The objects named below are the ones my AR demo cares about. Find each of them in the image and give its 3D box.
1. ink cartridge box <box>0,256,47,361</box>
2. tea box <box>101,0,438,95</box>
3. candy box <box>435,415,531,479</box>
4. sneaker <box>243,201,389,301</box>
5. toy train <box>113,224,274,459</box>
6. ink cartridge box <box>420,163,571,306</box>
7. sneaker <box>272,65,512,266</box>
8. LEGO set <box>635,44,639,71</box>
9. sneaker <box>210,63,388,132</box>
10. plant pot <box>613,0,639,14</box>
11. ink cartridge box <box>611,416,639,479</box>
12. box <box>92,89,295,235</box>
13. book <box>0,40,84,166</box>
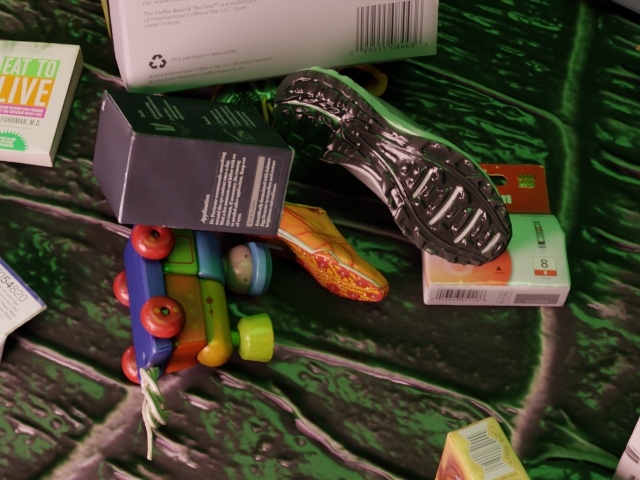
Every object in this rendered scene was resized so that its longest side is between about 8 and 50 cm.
[{"bbox_3d":[-0.414,0.065,1.544,0.224,0.045,0.223,-36,66,-26],"label":"ink cartridge box"},{"bbox_3d":[-0.073,-0.340,1.698,0.329,0.220,0.323,-8,39,-10],"label":"tea box"},{"bbox_3d":[0.166,0.261,1.417,0.053,0.109,0.187,-20,59,-18],"label":"candy box"},{"bbox_3d":[0.000,0.000,1.610,0.175,0.064,0.067,34,63,17],"label":"sneaker"},{"bbox_3d":[-0.107,0.098,1.522,0.143,0.105,0.248,2,54,-19],"label":"toy train"},{"bbox_3d":[0.174,-0.017,1.650,0.145,0.045,0.179,1,58,-5],"label":"ink cartridge box"},{"bbox_3d":[0.081,-0.080,1.601,0.271,0.108,0.100,39,105,4],"label":"sneaker"},{"bbox_3d":[0.459,-0.184,1.646,0.255,0.331,0.192,32,58,-7],"label":"LEGO set"},{"bbox_3d":[-0.025,-0.153,1.691,0.215,0.084,0.083,-29,41,-22],"label":"sneaker"},{"bbox_3d":[0.475,-0.365,1.804,0.252,0.248,0.247,34,58,-1],"label":"plant pot"},{"bbox_3d":[0.348,0.196,1.419,0.148,0.203,0.086,33,59,17],"label":"ink cartridge box"},{"bbox_3d":[-0.127,-0.076,1.563,0.158,0.093,0.156,5,18,-19],"label":"box"},{"bbox_3d":[-0.314,-0.146,1.709,0.096,0.035,0.144,7,56,5],"label":"book"}]
